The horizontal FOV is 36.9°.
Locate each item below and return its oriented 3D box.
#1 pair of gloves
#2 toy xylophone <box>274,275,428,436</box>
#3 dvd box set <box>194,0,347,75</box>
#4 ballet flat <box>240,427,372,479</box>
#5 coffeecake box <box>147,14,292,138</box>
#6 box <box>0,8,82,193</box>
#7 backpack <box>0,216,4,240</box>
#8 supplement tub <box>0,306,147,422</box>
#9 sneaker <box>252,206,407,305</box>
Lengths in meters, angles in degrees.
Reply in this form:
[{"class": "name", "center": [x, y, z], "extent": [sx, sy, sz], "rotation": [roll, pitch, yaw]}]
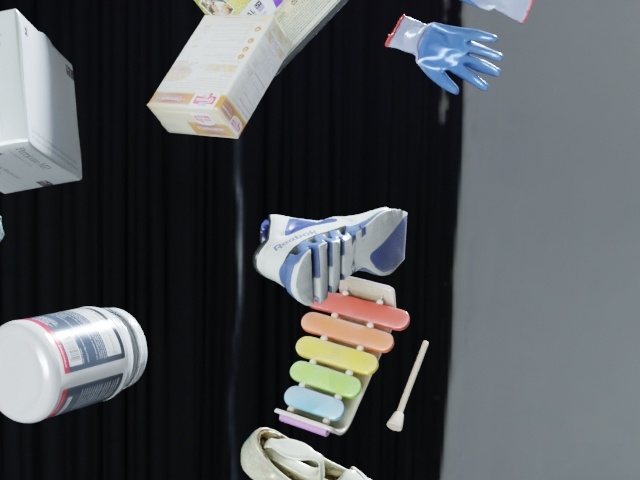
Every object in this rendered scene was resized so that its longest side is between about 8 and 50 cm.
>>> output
[{"class": "pair of gloves", "center": [0.186, -0.294, 1.246], "extent": [0.159, 0.198, 0.023], "rotation": [24, 23, -7]}, {"class": "toy xylophone", "center": [0.062, 0.219, 1.747], "extent": [0.236, 0.323, 0.081], "rotation": [6, -33, 19]}, {"class": "dvd box set", "center": [-0.137, -0.529, 1.666], "extent": [0.307, 0.420, 0.062], "rotation": [-40, 0, 39]}, {"class": "ballet flat", "center": [0.005, 0.221, 0.867], "extent": [0.168, 0.052, 0.057], "rotation": [23, 39, 4]}, {"class": "coffeecake box", "center": [-0.149, -0.247, 1.432], "extent": [0.142, 0.185, 0.068], "rotation": [10, -29, 35]}, {"class": "box", "center": [-0.406, -0.176, 1.256], "extent": [0.119, 0.182, 0.181], "rotation": [-10, -13, 6]}, {"class": "backpack", "center": [-0.638, -0.026, 1.718], "extent": [0.115, 0.152, 0.182], "rotation": [38, -28, 3]}, {"class": "supplement tub", "center": [-0.485, 0.230, 1.840], "extent": [0.191, 0.191, 0.272], "rotation": [3, 5, 30]}, {"class": "sneaker", "center": [-0.001, 0.000, 1.642], "extent": [0.182, 0.127, 0.315], "rotation": [20, 27, 36]}]
